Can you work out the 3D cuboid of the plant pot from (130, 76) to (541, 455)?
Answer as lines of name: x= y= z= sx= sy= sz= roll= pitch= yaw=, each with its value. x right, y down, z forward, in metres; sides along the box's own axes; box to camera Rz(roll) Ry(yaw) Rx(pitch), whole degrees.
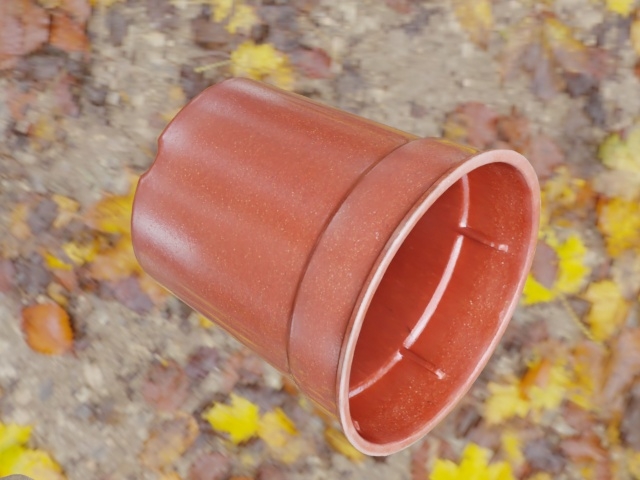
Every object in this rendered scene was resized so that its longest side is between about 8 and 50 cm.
plant pot: x=0.000 y=0.000 z=1.356 sx=0.272 sy=0.265 sz=0.272 roll=-38 pitch=143 yaw=-37

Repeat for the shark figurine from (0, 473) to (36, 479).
shark figurine: x=-0.184 y=0.149 z=0.831 sx=0.116 sy=0.278 sz=0.166 roll=38 pitch=85 yaw=-23
